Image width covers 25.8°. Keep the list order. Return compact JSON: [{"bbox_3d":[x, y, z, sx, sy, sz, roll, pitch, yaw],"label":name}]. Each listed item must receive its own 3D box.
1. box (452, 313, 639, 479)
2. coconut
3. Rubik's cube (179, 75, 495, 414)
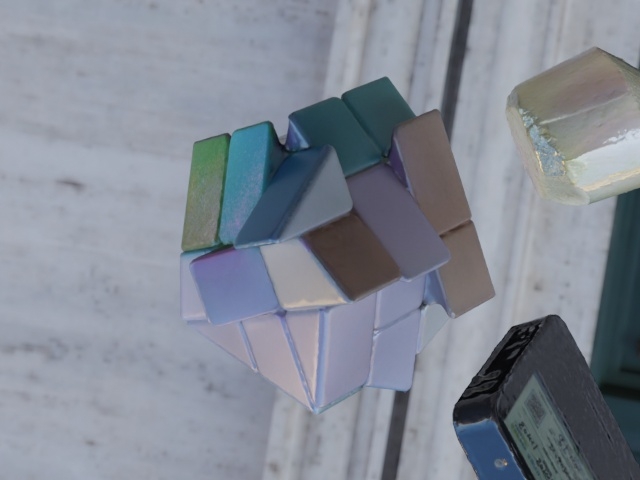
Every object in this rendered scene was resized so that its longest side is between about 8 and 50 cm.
[{"bbox_3d":[0.252,0.261,1.341,0.058,0.350,0.211,-21,-169,35],"label":"box"},{"bbox_3d":[0.438,-0.185,2.239,0.244,0.239,0.239,-21,-179,0],"label":"coconut"},{"bbox_3d":[0.000,0.000,1.779,0.387,0.368,0.358,31,-140,34],"label":"Rubik's cube"}]
